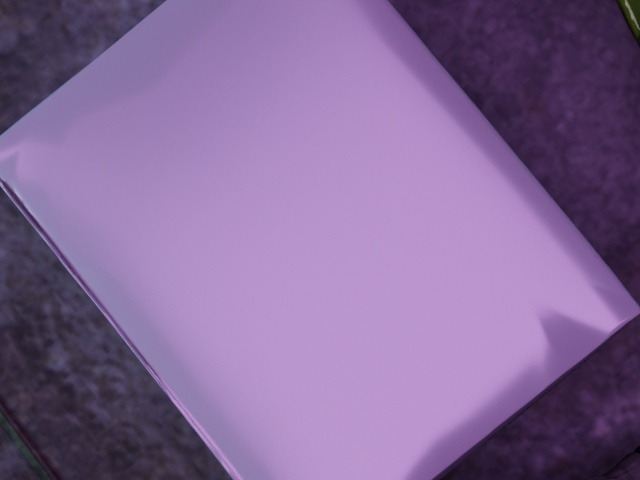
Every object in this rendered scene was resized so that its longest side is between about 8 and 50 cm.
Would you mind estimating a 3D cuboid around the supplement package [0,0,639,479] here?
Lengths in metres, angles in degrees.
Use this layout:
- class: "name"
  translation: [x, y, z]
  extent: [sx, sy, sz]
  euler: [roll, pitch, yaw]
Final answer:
- class: "supplement package"
  translation: [0.000, 0.000, 0.915]
  extent: [0.204, 0.145, 0.262]
  euler: [-39, 83, 3]

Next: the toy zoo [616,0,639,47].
- class: "toy zoo"
  translation: [0.207, -0.036, 0.868]
  extent: [0.030, 0.192, 0.293]
  euler: [-25, 84, 6]

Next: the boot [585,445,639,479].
- class: "boot"
  translation: [0.122, 0.233, 0.909]
  extent: [0.161, 0.083, 0.246]
  euler: [-10, 110, -19]
